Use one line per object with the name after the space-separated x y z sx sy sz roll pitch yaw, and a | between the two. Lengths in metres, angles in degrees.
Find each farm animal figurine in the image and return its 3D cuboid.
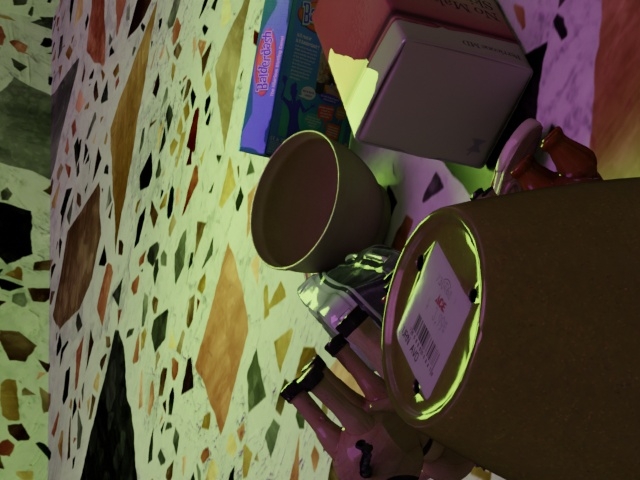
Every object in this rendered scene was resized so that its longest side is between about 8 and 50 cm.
0.123 0.086 1.170 0.330 0.172 0.327 -43 0 -14 | farm animal figurine

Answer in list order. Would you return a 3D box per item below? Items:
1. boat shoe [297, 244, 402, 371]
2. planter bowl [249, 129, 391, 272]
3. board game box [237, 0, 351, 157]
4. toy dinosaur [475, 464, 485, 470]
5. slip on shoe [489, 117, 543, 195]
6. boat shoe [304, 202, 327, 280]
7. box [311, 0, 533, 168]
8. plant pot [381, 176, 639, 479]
0.060 0.067 1.535 0.119 0.121 0.335 -40 6 -4 | boat shoe
0.010 -0.033 1.676 0.162 0.109 0.162 -26 56 45 | planter bowl
-0.015 -0.196 1.769 0.047 0.160 0.210 11 90 38 | board game box
0.140 0.136 1.370 0.118 0.064 0.268 -60 23 4 | toy dinosaur
0.182 -0.048 1.379 0.041 0.051 0.135 32 106 24 | slip on shoe
0.000 0.000 1.773 0.059 0.063 0.170 -37 48 52 | boat shoe
0.098 -0.201 1.502 0.232 0.149 0.127 -108 36 -48 | box
0.199 0.071 0.938 0.275 0.294 0.274 -170 90 -68 | plant pot
